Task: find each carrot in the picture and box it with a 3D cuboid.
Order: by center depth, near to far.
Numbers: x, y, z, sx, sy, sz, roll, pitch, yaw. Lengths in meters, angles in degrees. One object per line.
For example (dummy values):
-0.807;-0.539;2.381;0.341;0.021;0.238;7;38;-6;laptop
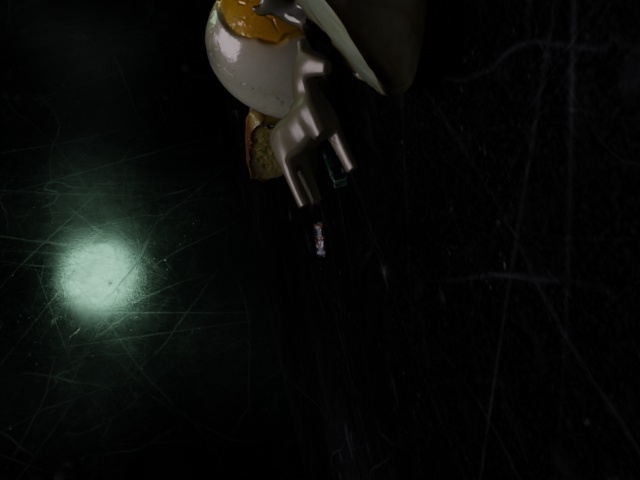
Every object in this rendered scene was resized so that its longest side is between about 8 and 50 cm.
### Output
-0.026;-0.216;1.366;0.358;0.074;0.074;109;148;-65;carrot

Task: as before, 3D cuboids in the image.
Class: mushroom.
0.051;-0.298;0.794;0.217;0.212;0.292;36;174;-26;mushroom

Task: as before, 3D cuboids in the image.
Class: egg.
-0.140;-0.407;1.424;0.337;0.201;0.336;171;90;-81;egg

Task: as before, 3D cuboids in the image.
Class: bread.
-0.125;-0.264;1.673;0.260;0.129;0.134;108;150;-65;bread

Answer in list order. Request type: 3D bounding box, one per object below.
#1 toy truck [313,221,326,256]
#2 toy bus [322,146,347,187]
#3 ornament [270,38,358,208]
0.000;0.000;1.559;0.032;0.024;0.083;-56;-40;-74;toy truck
0.027;-0.139;1.274;0.037;0.031;0.083;83;171;-56;toy bus
-0.021;-0.211;1.210;0.230;0.061;0.244;-36;76;54;ornament
